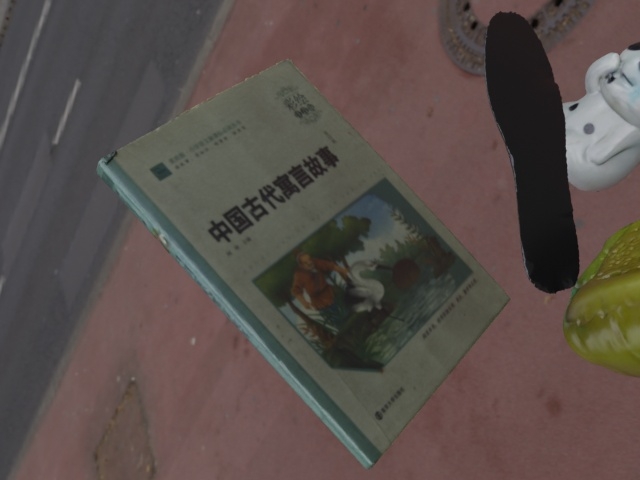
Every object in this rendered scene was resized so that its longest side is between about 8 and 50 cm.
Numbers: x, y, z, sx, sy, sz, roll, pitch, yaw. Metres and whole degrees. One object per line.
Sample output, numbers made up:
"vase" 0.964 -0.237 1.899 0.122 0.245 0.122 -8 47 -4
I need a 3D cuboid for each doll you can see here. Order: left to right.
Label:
"doll" 0.314 -0.133 0.764 0.180 0.107 0.110 -52 26 38

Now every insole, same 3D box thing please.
"insole" 0.138 -0.059 0.475 0.004 0.064 0.188 -21 74 63

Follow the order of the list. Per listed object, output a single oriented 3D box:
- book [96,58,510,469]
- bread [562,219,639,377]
"book" 0.000 0.000 0.561 0.282 0.215 0.025 46 140 5
"bread" 0.342 0.020 0.495 0.112 0.166 0.383 53 148 -6
